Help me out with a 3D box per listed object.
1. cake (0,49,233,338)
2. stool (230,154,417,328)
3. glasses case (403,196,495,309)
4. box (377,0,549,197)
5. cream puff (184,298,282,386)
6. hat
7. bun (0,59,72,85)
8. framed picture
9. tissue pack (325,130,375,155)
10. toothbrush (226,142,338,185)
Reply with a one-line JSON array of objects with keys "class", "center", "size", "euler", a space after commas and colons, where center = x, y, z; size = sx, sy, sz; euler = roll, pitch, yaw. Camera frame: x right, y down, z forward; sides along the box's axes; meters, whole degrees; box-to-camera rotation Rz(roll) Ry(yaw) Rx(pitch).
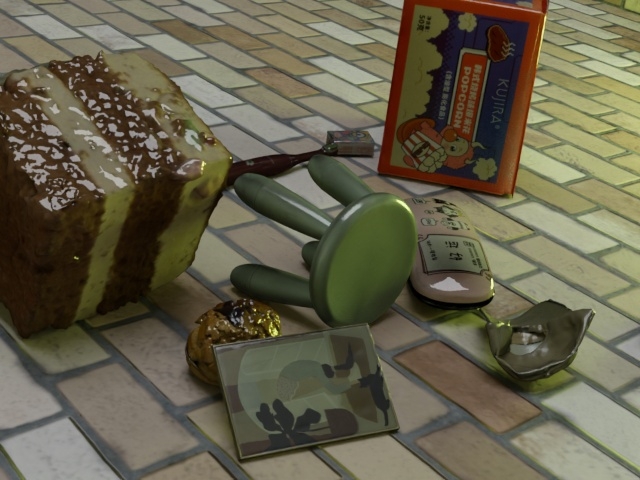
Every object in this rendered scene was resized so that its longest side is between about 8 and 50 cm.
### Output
[{"class": "cake", "center": [-0.304, -0.062, 1.344], "size": [0.290, 0.282, 0.255], "euler": [-16, 56, -38]}, {"class": "stool", "center": [0.000, 0.000, 1.424], "size": [0.199, 0.195, 0.195], "euler": [26, 32, 37]}, {"class": "glasses case", "center": [0.181, 0.014, 1.568], "size": [0.122, 0.075, 0.314], "euler": [2, 27, -5]}, {"class": "box", "center": [0.272, -0.313, 1.938], "size": [0.257, 0.348, 0.318], "euler": [10, 25, 5]}, {"class": "cream puff", "center": [-0.099, 0.126, 1.255], "size": [0.120, 0.104, 0.133], "euler": [0, 28, -29]}, {"class": "hat", "center": [0.284, 0.132, 1.388], "size": [0.147, 0.084, 0.175], "euler": [-7, 5, -3]}, {"class": "bun", "center": [-0.409, -0.179, 1.650], "size": [0.360, 0.210, 0.359], "euler": [5, 27, -2]}, {"class": "framed picture", "center": [-0.016, 0.171, 1.197], "size": [0.201, 0.010, 0.135], "euler": [-6, 66, -25]}, {"class": "tissue pack", "center": [0.057, -0.186, 1.980], "size": [0.083, 0.035, 0.063], "euler": [-1, 28, -12]}, {"class": "toothbrush", "center": [-0.104, -0.128, 1.820], "size": [0.364, 0.040, 0.041], "euler": [-17, 35, -39]}]
